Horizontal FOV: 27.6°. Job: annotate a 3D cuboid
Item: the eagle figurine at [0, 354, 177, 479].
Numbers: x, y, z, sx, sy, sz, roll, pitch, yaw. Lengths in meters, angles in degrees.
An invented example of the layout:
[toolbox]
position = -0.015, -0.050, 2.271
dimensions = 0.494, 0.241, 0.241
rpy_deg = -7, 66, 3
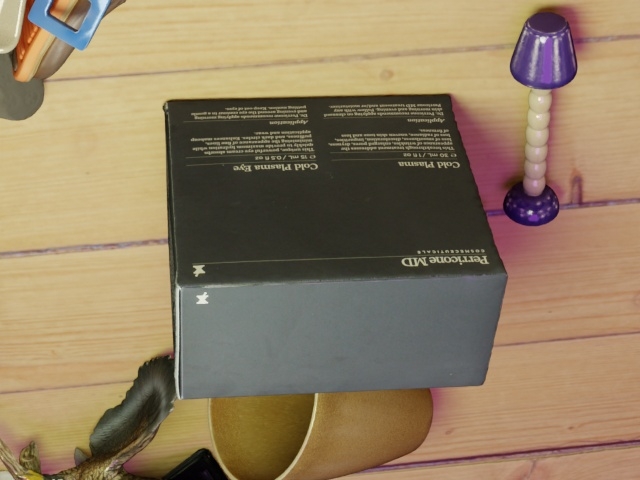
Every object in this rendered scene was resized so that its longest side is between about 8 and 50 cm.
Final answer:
[eagle figurine]
position = -0.264, 0.313, 1.752
dimensions = 0.298, 0.225, 0.226
rpy_deg = -23, 134, 8

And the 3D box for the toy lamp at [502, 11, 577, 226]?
[toy lamp]
position = 0.256, -0.142, 1.530
dimensions = 0.080, 0.080, 0.275
rpy_deg = -6, 134, -4

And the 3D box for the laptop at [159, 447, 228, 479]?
[laptop]
position = -0.304, 0.528, 2.038
dimensions = 0.408, 0.236, 0.382
rpy_deg = -36, 123, -14

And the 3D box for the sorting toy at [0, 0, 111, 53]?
[sorting toy]
position = -0.355, -0.296, 1.228
dimensions = 0.347, 0.047, 0.196
rpy_deg = 17, 112, 1

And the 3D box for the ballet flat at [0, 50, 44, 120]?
[ballet flat]
position = -0.393, -0.216, 1.381
dimensions = 0.250, 0.058, 0.084
rpy_deg = 40, 80, -41

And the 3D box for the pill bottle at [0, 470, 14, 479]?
[pill bottle]
position = -0.470, 0.376, 1.897
dimensions = 0.043, 0.043, 0.083
rpy_deg = 19, 126, -24

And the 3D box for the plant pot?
[plant pot]
position = 0.020, 0.220, 1.733
dimensions = 0.254, 0.237, 0.237
rpy_deg = 13, 130, -36

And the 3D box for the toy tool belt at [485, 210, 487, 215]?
[toy tool belt]
position = 0.167, -0.022, 1.646
dimensions = 0.083, 0.052, 0.051
rpy_deg = -41, 94, 21

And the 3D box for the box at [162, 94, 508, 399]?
[box]
position = 0.000, 0.000, 1.455
dimensions = 0.343, 0.312, 0.179
rpy_deg = -2, 132, -7

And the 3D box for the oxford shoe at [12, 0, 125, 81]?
[oxford shoe]
position = -0.187, -0.282, 1.304
dimensions = 0.133, 0.130, 0.364
rpy_deg = 23, 124, -34
